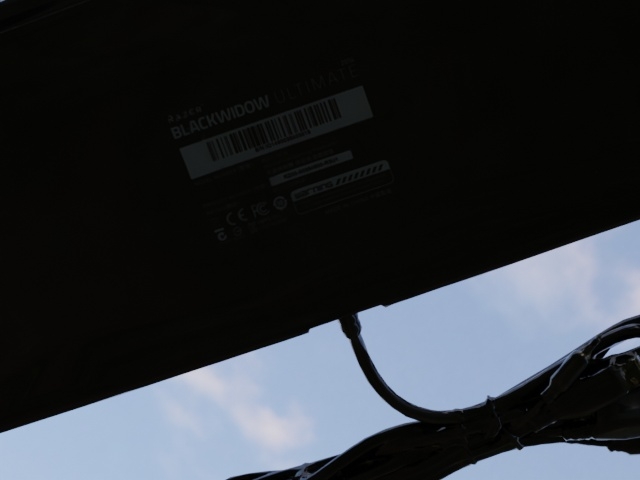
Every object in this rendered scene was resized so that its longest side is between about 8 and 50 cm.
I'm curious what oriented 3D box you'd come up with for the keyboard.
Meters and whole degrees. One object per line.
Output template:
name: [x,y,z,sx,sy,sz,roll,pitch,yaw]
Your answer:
keyboard: [0.000,0.000,0.496,0.317,0.033,0.201,-18,-72,6]
